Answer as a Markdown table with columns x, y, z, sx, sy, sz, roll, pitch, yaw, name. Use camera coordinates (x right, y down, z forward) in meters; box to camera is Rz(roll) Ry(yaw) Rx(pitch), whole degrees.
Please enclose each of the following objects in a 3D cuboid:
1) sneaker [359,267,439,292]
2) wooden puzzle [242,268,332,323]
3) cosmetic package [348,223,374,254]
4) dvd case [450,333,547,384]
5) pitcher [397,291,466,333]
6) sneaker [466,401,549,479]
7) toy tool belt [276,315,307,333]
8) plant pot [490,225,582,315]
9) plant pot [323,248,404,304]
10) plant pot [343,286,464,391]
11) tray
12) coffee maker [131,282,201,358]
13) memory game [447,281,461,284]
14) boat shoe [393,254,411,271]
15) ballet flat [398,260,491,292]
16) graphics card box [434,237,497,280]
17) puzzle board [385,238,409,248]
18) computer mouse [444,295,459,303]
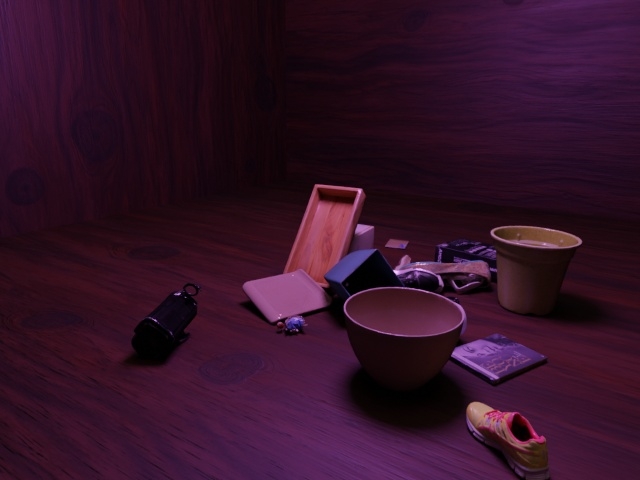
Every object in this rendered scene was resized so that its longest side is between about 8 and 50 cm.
| x | y | z | sx | sy | sz | roll | pitch | yaw | name |
| --- | --- | --- | --- | --- | --- | --- | --- | --- | --- |
| 0.277 | 0.169 | 1.678 | 0.284 | 0.107 | 0.124 | 2 | 30 | 18 | sneaker |
| -0.113 | 0.189 | 1.593 | 0.239 | 0.044 | 0.221 | -14 | 36 | -32 | wooden puzzle |
| 0.114 | 0.040 | 1.967 | 0.113 | 0.160 | 0.309 | 9 | 19 | 26 | cosmetic package |
| 0.474 | 0.314 | 1.273 | 0.222 | 0.018 | 0.165 | -9 | 19 | -31 | dvd case |
| 0.307 | 0.212 | 1.335 | 0.207 | 0.177 | 0.125 | -4 | 27 | -14 | pitcher |
| 0.372 | 0.371 | 0.933 | 0.082 | 0.094 | 0.208 | -8 | 17 | -22 | sneaker |
| -0.085 | 0.254 | 1.407 | 0.084 | 0.052 | 0.051 | -6 | 9 | -21 | toy tool belt |
| 0.707 | 0.105 | 1.586 | 0.277 | 0.253 | 0.276 | 1 | 16 | 0 | plant pot |
| 0.118 | 0.134 | 1.553 | 0.165 | 0.165 | 0.234 | -42 | 17 | -16 | plant pot |
| 0.199 | 0.254 | 1.160 | 0.285 | 0.190 | 0.284 | 0 | 16 | 0 | plant pot |
| 0.018 | -0.013 | 1.791 | 0.203 | 0.410 | 0.076 | 9 | -21 | 26 | tray |
| -0.428 | 0.218 | 1.307 | 0.120 | 0.171 | 0.178 | 18 | 19 | 1 | coffee maker |
| 0.496 | 0.143 | 1.881 | 0.187 | 0.012 | 0.186 | 0 | 16 | 0 | memory game |
| 0.342 | 0.119 | 1.888 | 0.072 | 0.068 | 0.190 | 19 | 31 | 18 | boat shoe |
| 0.467 | 0.140 | 1.741 | 0.349 | 0.123 | 0.123 | -2 | 16 | -6 | ballet flat |
| 0.693 | 0.081 | 1.950 | 0.371 | 0.094 | 0.233 | 16 | 20 | 41 | graphics card box |
| 0.379 | 0.018 | 2.317 | 0.097 | 0.011 | 0.128 | 7 | 18 | 18 | puzzle board |
| 0.367 | 0.215 | 1.600 | 0.242 | 0.041 | 0.071 | 3 | 13 | -17 | computer mouse |
